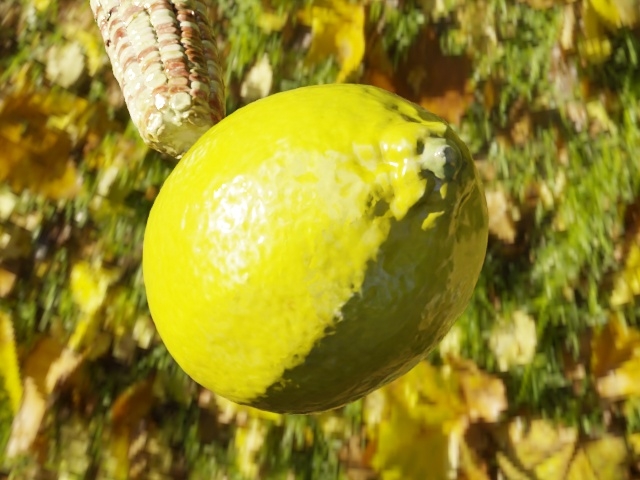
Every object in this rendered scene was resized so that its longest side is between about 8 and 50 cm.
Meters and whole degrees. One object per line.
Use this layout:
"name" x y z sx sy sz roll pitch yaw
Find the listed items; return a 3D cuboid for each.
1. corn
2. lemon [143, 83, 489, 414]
"corn" -0.106 -0.127 1.158 0.080 0.237 0.079 -6 126 -9
"lemon" 0.000 0.000 1.001 0.184 0.184 0.248 37 132 -13
